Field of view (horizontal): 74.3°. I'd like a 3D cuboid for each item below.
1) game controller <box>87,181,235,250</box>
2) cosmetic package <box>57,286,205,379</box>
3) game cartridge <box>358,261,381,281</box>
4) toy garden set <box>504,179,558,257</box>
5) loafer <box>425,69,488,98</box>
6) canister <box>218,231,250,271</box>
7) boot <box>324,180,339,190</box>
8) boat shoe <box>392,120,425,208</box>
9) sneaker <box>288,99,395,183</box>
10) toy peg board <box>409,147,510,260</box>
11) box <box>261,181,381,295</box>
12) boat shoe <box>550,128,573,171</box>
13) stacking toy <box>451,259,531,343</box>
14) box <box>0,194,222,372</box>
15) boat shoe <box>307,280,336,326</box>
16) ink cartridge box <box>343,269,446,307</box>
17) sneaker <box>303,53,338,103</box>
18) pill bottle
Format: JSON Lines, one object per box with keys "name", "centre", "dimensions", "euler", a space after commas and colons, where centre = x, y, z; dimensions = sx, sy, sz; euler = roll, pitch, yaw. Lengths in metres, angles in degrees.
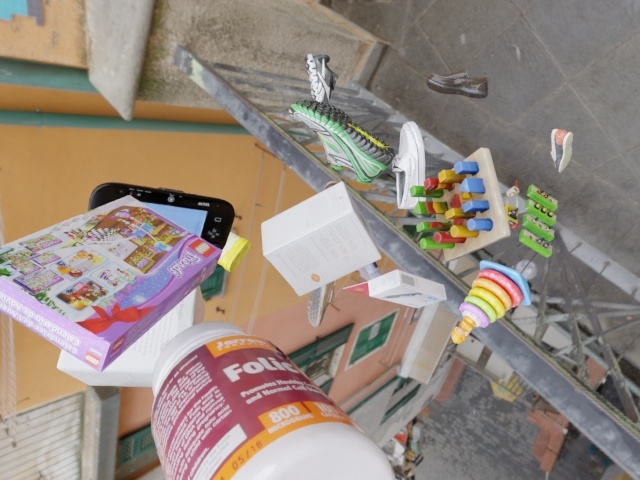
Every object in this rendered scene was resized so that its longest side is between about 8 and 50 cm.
{"name": "game controller", "centre": [-0.366, -0.045, 0.992], "dimensions": [0.166, 0.319, 0.067], "euler": [-61, 38, 33]}
{"name": "cosmetic package", "centre": [-0.649, 0.341, 1.536], "dimensions": [0.327, 0.394, 0.329], "euler": [109, 164, -60]}
{"name": "game cartridge", "centre": [0.155, 0.023, 1.891], "dimensions": [0.354, 0.068, 0.230], "euler": [61, 169, -10]}
{"name": "toy garden set", "centre": [0.670, -0.098, 1.346], "dimensions": [0.204, 0.244, 0.049], "euler": [30, 147, -6]}
{"name": "loafer", "centre": [0.477, -0.552, 1.473], "dimensions": [0.220, 0.080, 0.078], "euler": [12, 98, 1]}
{"name": "canister", "centre": [-0.352, 0.015, 1.485], "dimensions": [0.170, 0.126, 0.073], "euler": [30, 159, 9]}
{"name": "boot", "centre": [0.064, -0.064, 1.507], "dimensions": [0.090, 0.206, 0.248], "euler": [-8, 126, 9]}
{"name": "boat shoe", "centre": [0.254, -0.219, 1.247], "dimensions": [0.095, 0.084, 0.257], "euler": [-179, 81, -78]}
{"name": "sneaker", "centre": [0.039, -0.290, 1.238], "dimensions": [0.344, 0.134, 0.146], "euler": [39, 123, 8]}
{"name": "toy peg board", "centre": [0.235, -0.059, 0.759], "dimensions": [0.160, 0.079, 0.161], "euler": [137, 128, -63]}
{"name": "box", "centre": [0.000, 0.000, 0.757], "dimensions": [0.171, 0.130, 0.091], "euler": [-26, 40, 11]}
{"name": "boat shoe", "centre": [0.620, -0.233, 1.095], "dimensions": [0.049, 0.137, 0.043], "euler": [-47, 50, -9]}
{"name": "stacking toy", "centre": [0.531, 0.225, 1.396], "dimensions": [0.166, 0.302, 0.175], "euler": [23, 152, 56]}
{"name": "box", "centre": [-0.306, 0.040, 0.638], "dimensions": [0.201, 0.293, 0.057], "euler": [30, 116, 3]}
{"name": "boat shoe", "centre": [0.020, 0.281, 2.125], "dimensions": [0.123, 0.117, 0.324], "euler": [28, 109, 54]}
{"name": "ink cartridge box", "centre": [0.278, 0.201, 1.581], "dimensions": [0.261, 0.296, 0.066], "euler": [-26, 57, 40]}
{"name": "sneaker", "centre": [0.016, -0.536, 1.471], "dimensions": [0.078, 0.106, 0.234], "euler": [-136, 33, -78]}
{"name": "pill bottle", "centre": [-0.102, 0.262, 0.578], "dimensions": [0.392, 0.224, 0.223], "euler": [19, 113, 58]}
